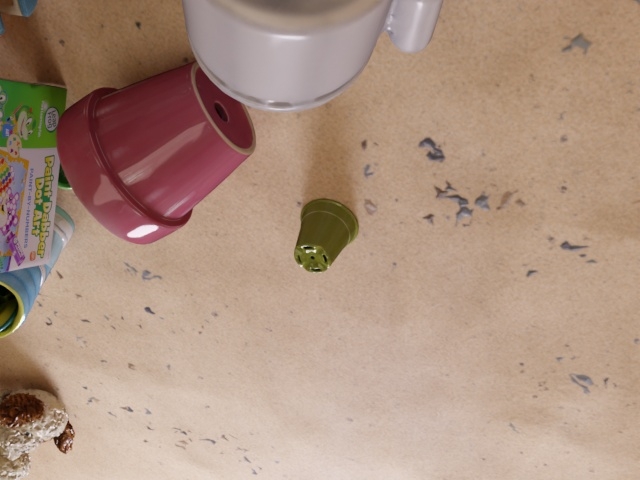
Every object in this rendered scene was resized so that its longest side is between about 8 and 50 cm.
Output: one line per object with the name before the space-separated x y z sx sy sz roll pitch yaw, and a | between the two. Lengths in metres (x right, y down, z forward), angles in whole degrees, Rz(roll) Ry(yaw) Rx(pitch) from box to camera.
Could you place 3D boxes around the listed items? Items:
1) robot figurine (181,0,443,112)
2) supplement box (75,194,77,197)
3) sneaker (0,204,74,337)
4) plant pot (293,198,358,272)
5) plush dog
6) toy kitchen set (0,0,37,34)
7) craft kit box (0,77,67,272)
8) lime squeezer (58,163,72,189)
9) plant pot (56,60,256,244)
robot figurine | -0.031 -0.243 0.761 0.300 0.199 0.353 16 169 -3
supplement box | -0.299 -0.102 1.127 0.062 0.036 0.098 14 104 11
sneaker | -0.511 0.076 1.261 0.127 0.208 0.319 32 141 -17
plant pot | 0.000 0.000 1.087 0.083 0.079 0.083 12 131 14
plush dog | -0.606 0.355 1.603 0.226 0.210 0.262 -8 154 11
toy kitchen set | -0.380 -0.328 0.905 0.122 0.166 0.207 10 132 15
craft kit box | -0.416 -0.080 1.013 0.061 0.247 0.249 10 98 11
lime squeezer | -0.389 -0.084 1.193 0.311 0.058 0.109 5 130 17
plant pot | -0.188 -0.121 1.000 0.180 0.201 0.201 -27 115 19
